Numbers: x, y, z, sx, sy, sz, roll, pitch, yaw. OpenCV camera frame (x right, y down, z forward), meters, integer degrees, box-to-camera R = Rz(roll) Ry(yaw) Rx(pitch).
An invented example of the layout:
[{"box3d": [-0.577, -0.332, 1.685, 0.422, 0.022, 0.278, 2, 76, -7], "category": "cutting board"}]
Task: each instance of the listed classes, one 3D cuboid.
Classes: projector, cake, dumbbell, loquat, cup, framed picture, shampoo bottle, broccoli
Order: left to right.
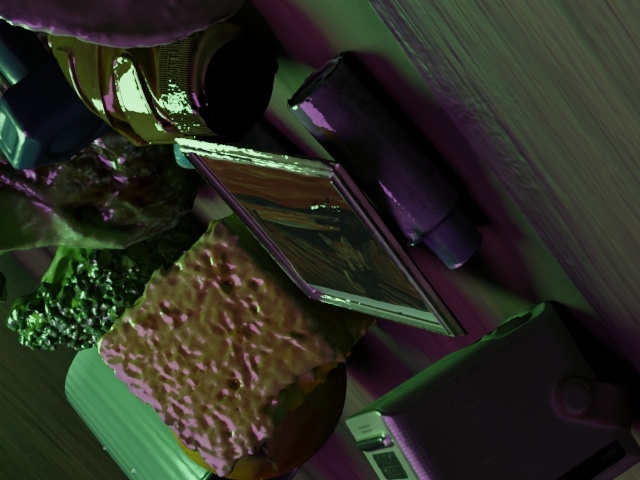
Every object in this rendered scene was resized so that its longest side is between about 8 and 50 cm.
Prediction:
[{"box3d": [-0.359, -0.237, 1.505, 0.316, 0.156, 0.143, 53, 178, 9], "category": "dumbbell"}, {"box3d": [-0.313, 0.040, 1.971, 0.248, 0.288, 0.245, 117, 144, -46], "category": "broccoli"}, {"box3d": [-0.233, 0.345, 2.450, 0.392, 0.310, 0.401, 41, 162, 26], "category": "cup"}, {"box3d": [-0.079, 0.095, 1.574, 0.227, 0.222, 0.286, 47, -163, 1], "category": "cake"}, {"box3d": [-0.090, 0.193, 1.830, 0.263, 0.263, 0.263, 39, 162, 15], "category": "loquat"}, {"box3d": [0.000, 0.000, 1.284, 0.216, 0.016, 0.273, 12, 152, 42], "category": "framed picture"}, {"box3d": [0.062, -0.063, 1.199, 0.214, 0.072, 0.072, 47, 163, -15], "category": "shampoo bottle"}, {"box3d": [0.172, 0.182, 1.281, 0.177, 0.243, 0.163, 60, 165, 3], "category": "projector"}]

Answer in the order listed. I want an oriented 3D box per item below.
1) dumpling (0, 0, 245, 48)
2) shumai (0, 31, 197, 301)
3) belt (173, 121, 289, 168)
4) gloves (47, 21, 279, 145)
[{"box3d": [-0.191, -0.258, 1.046, 0.243, 0.227, 0.175, 39, 162, 39], "category": "dumpling"}, {"box3d": [-0.394, -0.094, 1.695, 0.395, 0.348, 0.395, 39, 158, 19], "category": "shumai"}, {"box3d": [-0.043, -0.050, 1.434, 0.302, 0.087, 0.072, 41, 166, 7], "category": "belt"}, {"box3d": [-0.180, -0.180, 1.342, 0.331, 0.141, 0.154, 23, 155, 48], "category": "gloves"}]
